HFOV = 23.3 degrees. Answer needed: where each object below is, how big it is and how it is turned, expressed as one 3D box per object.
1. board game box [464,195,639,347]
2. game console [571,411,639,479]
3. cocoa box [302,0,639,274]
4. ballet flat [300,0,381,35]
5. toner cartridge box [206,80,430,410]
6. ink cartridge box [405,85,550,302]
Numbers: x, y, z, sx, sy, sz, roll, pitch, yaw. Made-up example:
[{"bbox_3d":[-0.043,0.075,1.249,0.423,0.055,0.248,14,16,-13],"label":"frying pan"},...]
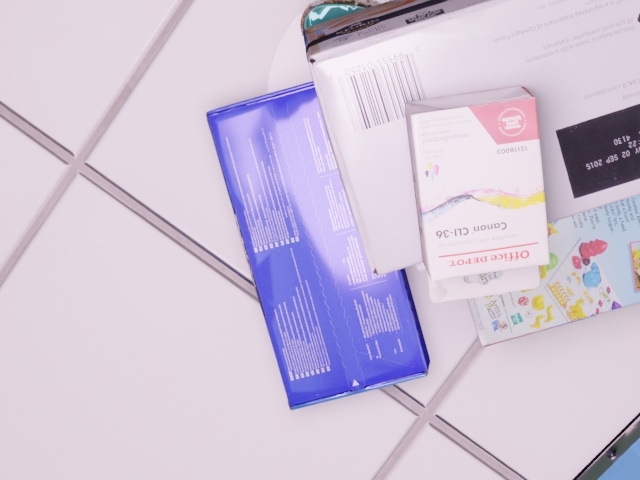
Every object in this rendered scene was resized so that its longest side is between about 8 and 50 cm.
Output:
[{"bbox_3d":[0.286,-0.001,1.681,0.275,0.142,0.144,-16,96,8],"label":"board game box"},{"bbox_3d":[0.411,0.333,1.701,0.173,0.250,0.293,37,101,-26],"label":"game console"},{"bbox_3d":[0.177,-0.144,1.559,0.347,0.228,0.231,-17,106,3],"label":"cocoa box"},{"bbox_3d":[0.096,-0.214,1.707,0.241,0.077,0.091,15,108,-1],"label":"ballet flat"},{"bbox_3d":[0.000,0.000,1.746,0.165,0.075,0.348,-14,95,8],"label":"toner cartridge box"},{"bbox_3d":[0.147,-0.034,1.434,0.115,0.067,0.198,-9,106,-1],"label":"ink cartridge box"}]
